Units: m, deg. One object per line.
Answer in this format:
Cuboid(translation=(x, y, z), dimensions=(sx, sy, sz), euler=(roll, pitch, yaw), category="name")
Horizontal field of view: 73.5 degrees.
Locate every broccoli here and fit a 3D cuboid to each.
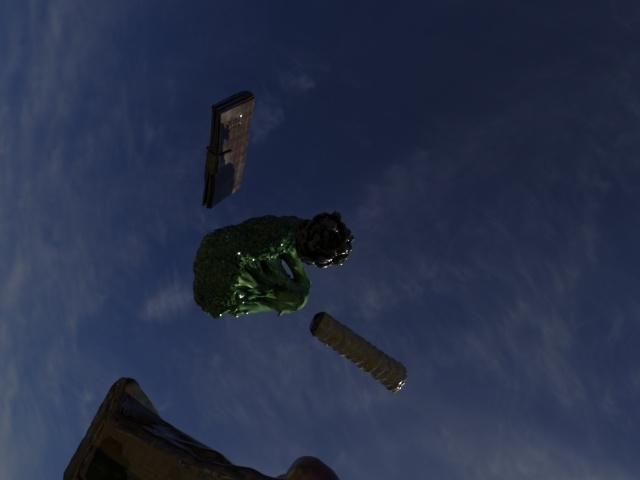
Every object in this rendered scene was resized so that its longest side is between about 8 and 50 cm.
Cuboid(translation=(-0.139, 0.059, 0.896), dimensions=(0.242, 0.269, 0.262), euler=(38, -47, -18), category="broccoli")

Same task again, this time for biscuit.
Cuboid(translation=(0.071, 0.216, 0.836), dimensions=(0.219, 0.055, 0.061), euler=(34, -98, -7), category="biscuit")

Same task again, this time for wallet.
Cuboid(translation=(-0.190, -0.181, 0.876), dimensions=(0.042, 0.124, 0.230), euler=(29, -50, 9), category="wallet")

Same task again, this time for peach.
Cuboid(translation=(-0.024, 0.468, 0.751), dimensions=(0.152, 0.152, 0.151), euler=(11, -72, 37), category="peach")

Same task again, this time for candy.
Cuboid(translation=(-0.148, 0.272, 0.458), dimensions=(0.272, 0.101, 0.143), euler=(24, -104, 16), category="candy")

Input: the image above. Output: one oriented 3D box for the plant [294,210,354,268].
Cuboid(translation=(0.000, 0.000, 0.728), dimensions=(0.143, 0.092, 0.094), euler=(173, -83, -77), category="plant")
